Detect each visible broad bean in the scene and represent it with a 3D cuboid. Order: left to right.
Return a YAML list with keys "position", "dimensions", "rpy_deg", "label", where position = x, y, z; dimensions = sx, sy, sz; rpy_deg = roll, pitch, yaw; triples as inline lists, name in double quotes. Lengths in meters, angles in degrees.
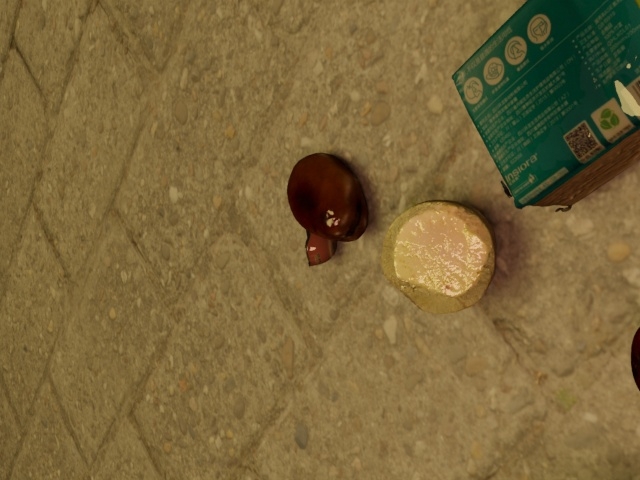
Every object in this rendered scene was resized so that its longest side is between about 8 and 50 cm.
- position: [0.008, -0.065, 1.299]
  dimensions: [0.114, 0.084, 0.165]
  rpy_deg: [-51, 49, 1]
  label: "broad bean"

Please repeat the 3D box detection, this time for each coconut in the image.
- position: [0.152, 0.018, 1.093]
  dimensions: [0.147, 0.153, 0.147]
  rpy_deg: [0, 91, 10]
  label: "coconut"

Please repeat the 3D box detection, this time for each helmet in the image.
- position: [0.001, -0.001, 1.347]
  dimensions: [0.065, 0.049, 0.084]
  rpy_deg: [77, -173, -53]
  label: "helmet"

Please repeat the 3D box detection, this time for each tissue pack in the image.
- position: [0.287, -0.173, 0.896]
  dimensions: [0.271, 0.134, 0.192]
  rpy_deg: [-40, 65, 46]
  label: "tissue pack"

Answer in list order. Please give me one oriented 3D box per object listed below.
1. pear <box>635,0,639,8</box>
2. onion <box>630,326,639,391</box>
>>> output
- position: [0.383, -0.271, 0.666]
  dimensions: [0.318, 0.238, 0.342]
  rpy_deg: [33, 113, 39]
  label: "pear"
- position: [0.370, 0.123, 0.855]
  dimensions: [0.131, 0.131, 0.131]
  rpy_deg: [12, 105, 50]
  label: "onion"
